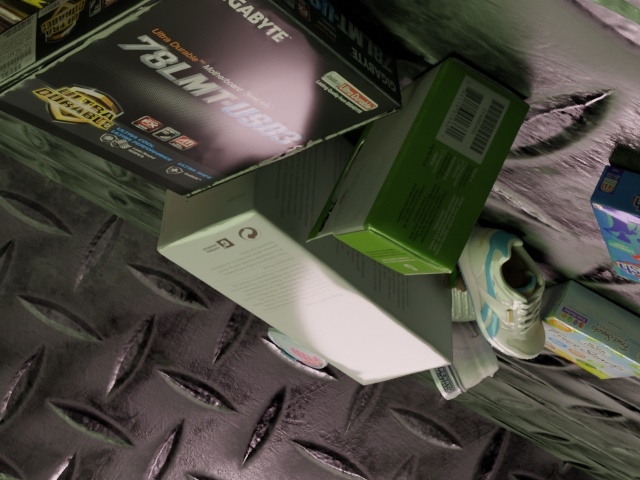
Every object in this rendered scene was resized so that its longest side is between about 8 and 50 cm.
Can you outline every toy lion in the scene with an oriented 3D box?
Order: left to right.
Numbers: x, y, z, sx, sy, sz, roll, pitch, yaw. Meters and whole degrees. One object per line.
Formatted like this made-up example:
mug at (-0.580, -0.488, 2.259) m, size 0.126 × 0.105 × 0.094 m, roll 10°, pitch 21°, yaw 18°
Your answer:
toy lion at (0.213, 0.021, 1.426) m, size 0.100 × 0.096 × 0.034 m, roll -9°, pitch -166°, yaw -35°

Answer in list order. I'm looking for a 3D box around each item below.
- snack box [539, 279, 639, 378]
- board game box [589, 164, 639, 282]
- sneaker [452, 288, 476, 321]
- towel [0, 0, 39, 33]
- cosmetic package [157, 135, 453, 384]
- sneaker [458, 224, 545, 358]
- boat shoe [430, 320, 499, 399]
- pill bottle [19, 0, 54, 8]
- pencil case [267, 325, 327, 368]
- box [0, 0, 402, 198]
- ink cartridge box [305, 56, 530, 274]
snack box at (0.407, 0.140, 1.513) m, size 0.174 × 0.070 × 0.207 m, roll 29°, pitch 167°, yaw 0°
board game box at (0.379, 0.007, 1.038) m, size 0.160 × 0.047 × 0.210 m, roll 21°, pitch 168°, yaw 31°
sneaker at (0.187, 0.066, 1.614) m, size 0.321 × 0.127 × 0.126 m, roll -23°, pitch 113°, yaw 44°
towel at (-0.365, -0.273, 1.222) m, size 0.317 × 0.053 × 0.332 m, roll 38°, pitch -174°, yaw 12°
cosmetic package at (0.000, 0.000, 1.344) m, size 0.161 × 0.230 × 0.453 m, roll -20°, pitch 140°, yaw 31°
sneaker at (0.271, 0.083, 1.399) m, size 0.092 × 0.087 × 0.229 m, roll 11°, pitch 138°, yaw 51°
boat shoe at (0.269, 0.147, 1.696) m, size 0.136 × 0.156 × 0.367 m, roll 64°, pitch -167°, yaw -5°
pill bottle at (-0.230, -0.281, 1.022) m, size 0.208 × 0.119 × 0.119 m, roll 22°, pitch 167°, yaw 26°
pencil case at (0.023, 0.075, 1.634) m, size 0.113 × 0.273 × 0.124 m, roll 39°, pitch 159°, yaw -18°
box at (-0.118, -0.159, 0.963) m, size 0.293 × 0.073 × 0.295 m, roll -18°, pitch 153°, yaw 29°
ink cartridge box at (0.091, -0.065, 1.046) m, size 0.097 × 0.189 × 0.255 m, roll 28°, pitch 170°, yaw -11°
